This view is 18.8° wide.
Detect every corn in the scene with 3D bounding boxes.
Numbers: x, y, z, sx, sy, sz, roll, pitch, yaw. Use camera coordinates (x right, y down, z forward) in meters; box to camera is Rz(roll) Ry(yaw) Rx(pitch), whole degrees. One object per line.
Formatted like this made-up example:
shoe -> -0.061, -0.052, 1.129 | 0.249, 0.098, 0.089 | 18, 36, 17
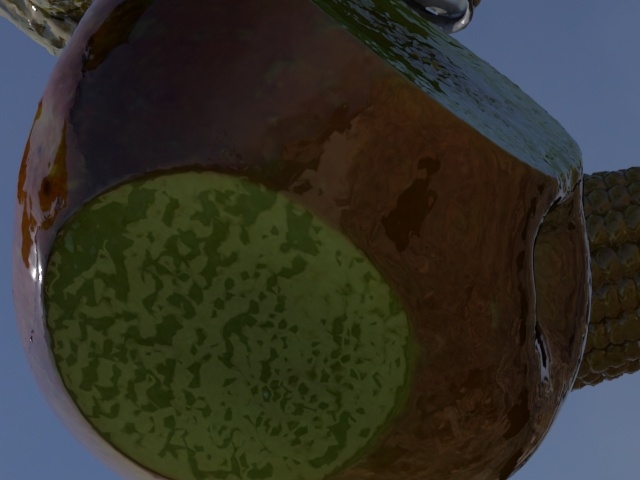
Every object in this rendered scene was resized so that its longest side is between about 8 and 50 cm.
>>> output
corn -> 0.124, 0.025, 1.048 | 0.322, 0.119, 0.119 | -17, -21, 6

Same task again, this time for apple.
apple -> 0.002, -0.002, 0.519 | 0.146, 0.147, 0.163 | -51, -24, -62

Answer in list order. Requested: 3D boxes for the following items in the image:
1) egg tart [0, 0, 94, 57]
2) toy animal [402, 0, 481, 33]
egg tart -> -0.192, -0.319, 1.769 | 0.352, 0.352, 0.150 | -54, -3, 19
toy animal -> 0.129, -0.340, 1.415 | 0.357, 0.258, 0.194 | -59, 11, -30
